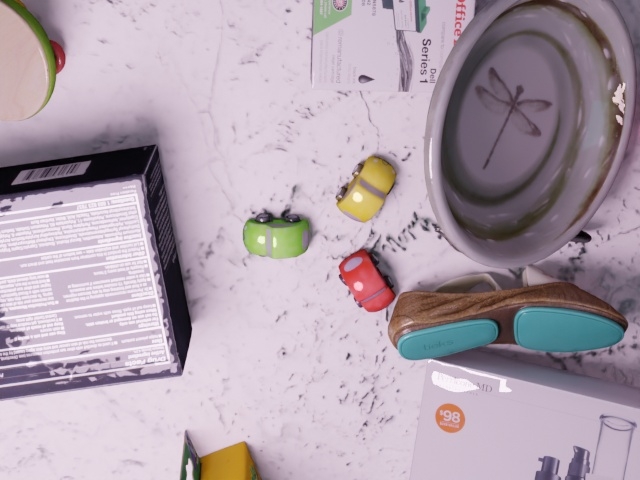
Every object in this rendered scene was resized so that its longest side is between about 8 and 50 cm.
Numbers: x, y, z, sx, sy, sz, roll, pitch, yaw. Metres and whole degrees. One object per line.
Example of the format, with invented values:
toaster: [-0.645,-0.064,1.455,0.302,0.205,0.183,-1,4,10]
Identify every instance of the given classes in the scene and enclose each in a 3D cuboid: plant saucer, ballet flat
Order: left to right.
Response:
ballet flat: [0.266,0.098,1.958,0.342,0.124,0.116,-6,139,4]
plant saucer: [0.264,-0.164,1.823,0.400,0.100,0.400,-15,115,-36]

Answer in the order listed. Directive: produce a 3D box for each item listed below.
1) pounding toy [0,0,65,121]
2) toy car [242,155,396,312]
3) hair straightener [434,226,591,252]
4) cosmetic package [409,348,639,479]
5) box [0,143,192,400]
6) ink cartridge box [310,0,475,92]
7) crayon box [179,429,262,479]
pounding toy: [-0.435,-0.267,1.833,0.237,0.110,0.183,9,123,25]
toy car: [0.000,0.000,1.948,0.225,0.053,0.239,-1,108,-2]
hair straightener: [0.280,-0.006,1.960,0.230,0.047,0.089,-1,108,-2]
cosmetic package: [0.326,0.331,1.981,0.377,0.097,0.284,12,105,17]
box: [-0.352,0.044,1.882,0.296,0.182,0.294,-8,107,2]
ink cartridge box: [0.098,-0.287,1.835,0.219,0.092,0.160,1,109,-2]
crayon box: [-0.109,0.448,2.016,0.083,0.203,0.323,-21,108,5]
